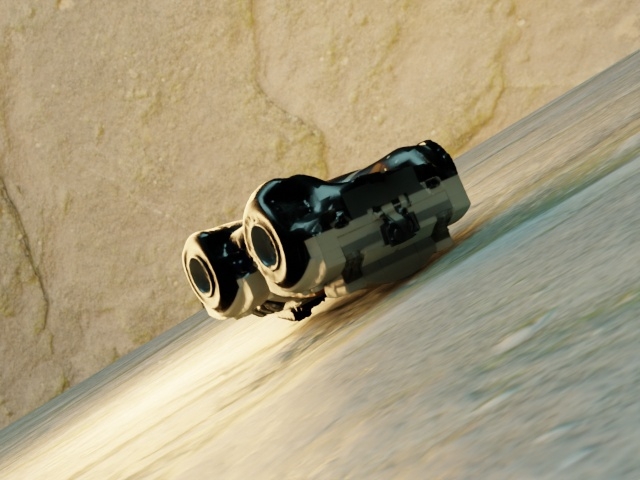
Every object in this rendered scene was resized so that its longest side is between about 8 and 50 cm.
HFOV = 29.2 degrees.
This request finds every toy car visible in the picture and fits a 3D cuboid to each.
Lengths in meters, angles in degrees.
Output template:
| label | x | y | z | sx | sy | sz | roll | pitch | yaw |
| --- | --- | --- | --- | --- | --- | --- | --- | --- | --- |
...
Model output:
| label | x | y | z | sx | sy | sz | roll | pitch | yaw |
| --- | --- | --- | --- | --- | --- | --- | --- | --- | --- |
| toy car | 0.000 | 0.002 | 1.102 | 0.193 | 0.118 | 0.301 | -24 | -3 | -29 |
